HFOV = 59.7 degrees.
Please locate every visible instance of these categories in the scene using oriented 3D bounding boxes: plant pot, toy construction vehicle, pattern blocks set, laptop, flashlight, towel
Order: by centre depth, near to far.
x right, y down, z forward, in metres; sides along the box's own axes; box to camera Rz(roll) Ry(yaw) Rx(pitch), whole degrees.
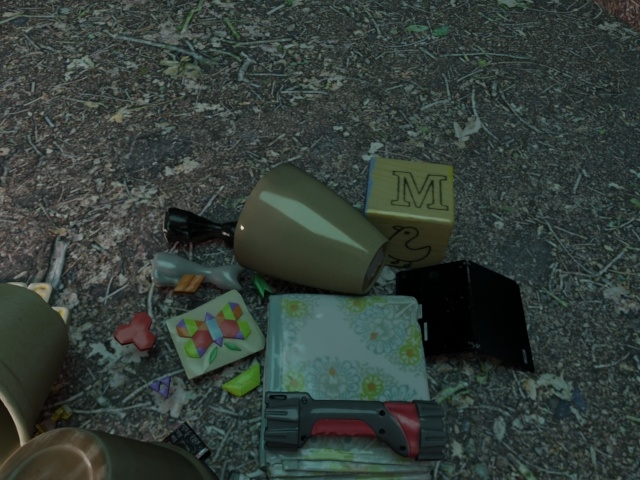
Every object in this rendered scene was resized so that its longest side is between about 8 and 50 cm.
[{"bbox_3d":[-0.322,0.417,0.812,0.323,0.280,0.323,-8,48,9],"label":"plant pot"},{"bbox_3d":[-0.593,0.229,0.937,0.334,0.333,0.305,1,21,-2],"label":"plant pot"},{"bbox_3d":[0.056,0.324,0.956,0.304,0.103,0.103,1,31,-4],"label":"flashlight"},{"bbox_3d":[-0.535,0.336,1.068,0.098,0.035,0.086,-36,61,-27],"label":"toy construction vehicle"},{"bbox_3d":[0.048,0.276,1.091,0.321,0.090,0.374,3,57,-7],"label":"towel"},{"bbox_3d":[-0.221,0.192,1.159,0.325,0.026,0.285,-35,76,-28],"label":"pattern blocks set"},{"bbox_3d":[0.000,0.000,1.200,0.274,0.256,0.256,25,54,21],"label":"plant pot"},{"bbox_3d":[0.315,0.176,1.253,0.264,0.136,0.234,-12,47,20],"label":"laptop"}]

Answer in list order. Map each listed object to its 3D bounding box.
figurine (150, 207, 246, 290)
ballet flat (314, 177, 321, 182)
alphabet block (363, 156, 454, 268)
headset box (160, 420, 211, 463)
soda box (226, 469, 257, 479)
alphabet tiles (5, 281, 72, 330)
[{"bbox_3d":[-0.268,0.028,1.301,0.210,0.092,0.214,5,52,-4],"label":"figurine"},{"bbox_3d":[0.016,-0.068,1.411,0.068,0.072,0.213,11,46,-30],"label":"ballet flat"},{"bbox_3d":[0.201,-0.064,1.328,0.197,0.192,0.193,7,53,4],"label":"alphabet block"},{"bbox_3d":[-0.249,0.391,1.040,0.083,0.032,0.062,39,60,24],"label":"headset box"},{"bbox_3d":[-0.091,0.465,0.975,0.169,0.053,0.060,18,53,11],"label":"soda box"},{"bbox_3d":[-0.685,0.202,1.178,0.284,0.021,0.278,1,51,-2],"label":"alphabet tiles"}]
